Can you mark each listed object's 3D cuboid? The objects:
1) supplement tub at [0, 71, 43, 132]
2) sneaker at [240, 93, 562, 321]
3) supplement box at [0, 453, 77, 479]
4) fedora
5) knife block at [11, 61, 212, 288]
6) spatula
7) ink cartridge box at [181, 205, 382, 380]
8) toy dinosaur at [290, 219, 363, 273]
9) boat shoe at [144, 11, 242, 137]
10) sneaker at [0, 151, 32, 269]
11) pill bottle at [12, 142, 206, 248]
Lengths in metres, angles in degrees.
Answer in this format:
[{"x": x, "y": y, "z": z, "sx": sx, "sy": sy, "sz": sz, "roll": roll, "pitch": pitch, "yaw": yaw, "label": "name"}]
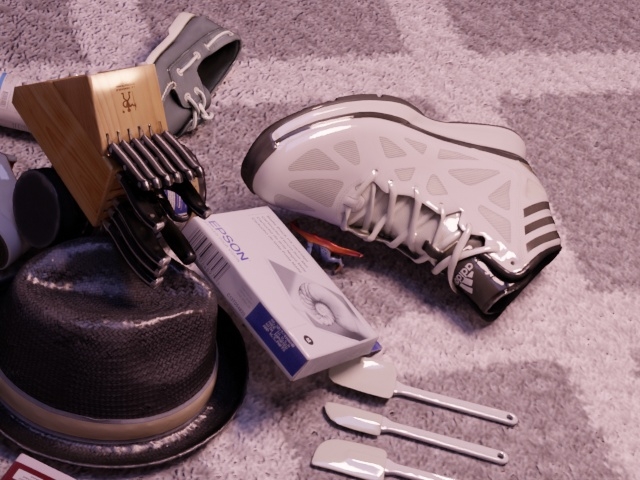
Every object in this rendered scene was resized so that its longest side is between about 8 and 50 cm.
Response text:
[{"x": -0.381, "y": -0.177, "z": 1.880, "sx": 0.107, "sy": 0.071, "sz": 0.071, "roll": 14, "pitch": 45, "yaw": -6, "label": "supplement tub"}, {"x": 0.131, "y": -0.034, "z": 1.803, "sx": 0.447, "sy": 0.169, "sz": 0.257, "roll": 2, "pitch": 46, "yaw": -32, "label": "sneaker"}, {"x": -0.303, "y": 0.337, "z": 1.405, "sx": 0.130, "sy": 0.073, "sz": 0.239, "roll": 24, "pitch": 44, "yaw": 9, "label": "supplement box"}, {"x": -0.234, "y": 0.097, "z": 1.603, "sx": 0.334, "sy": 0.152, "sz": 0.334, "roll": 9, "pitch": 46, "yaw": -9, "label": "fedora"}, {"x": -0.233, "y": -0.072, "z": 1.612, "sx": 0.088, "sy": 0.242, "sz": 0.275, "roll": -15, "pitch": 10, "yaw": -36, "label": "knife block"}, {"x": 0.118, "y": 0.224, "z": 1.686, "sx": 0.242, "sy": 0.019, "sz": 0.168, "roll": 14, "pitch": 44, "yaw": -3, "label": "spatula"}, {"x": -0.033, "y": 0.053, "z": 1.698, "sx": 0.223, "sy": 0.045, "sz": 0.224, "roll": 49, "pitch": 26, "yaw": 16, "label": "ink cartridge box"}, {"x": 0.000, "y": 0.000, "z": 1.832, "sx": 0.082, "sy": 0.090, "sz": 0.047, "roll": 50, "pitch": 31, "yaw": -17, "label": "toy dinosaur"}, {"x": -0.185, "y": -0.205, "z": 1.938, "sx": 0.099, "sy": 0.116, "sz": 0.319, "roll": 15, "pitch": 39, "yaw": 3, "label": "boat shoe"}, {"x": -0.453, "y": -0.086, "z": 1.756, "sx": 0.290, "sy": 0.106, "sz": 0.123, "roll": 40, "pitch": 45, "yaw": 6, "label": "sneaker"}, {"x": -0.254, "y": -0.051, "z": 1.728, "sx": 0.219, "sy": 0.123, "sz": 0.123, "roll": -12, "pitch": 50, "yaw": -46, "label": "pill bottle"}]
